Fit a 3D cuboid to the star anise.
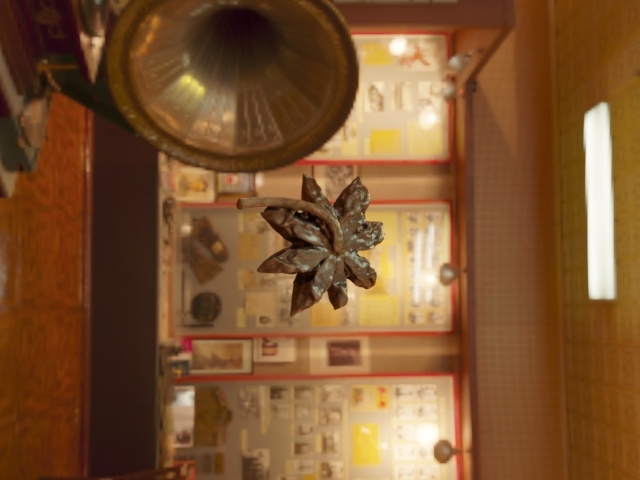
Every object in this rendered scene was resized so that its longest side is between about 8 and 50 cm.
[{"bbox_3d":[-0.001,0.001,1.236,0.230,0.262,0.081,-60,-150,-5],"label":"star anise"}]
